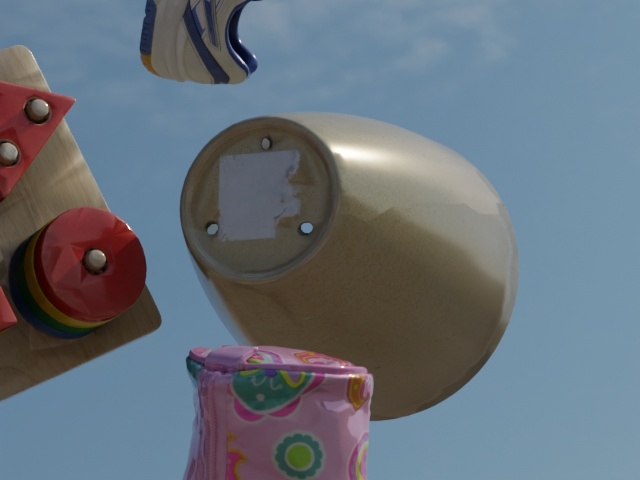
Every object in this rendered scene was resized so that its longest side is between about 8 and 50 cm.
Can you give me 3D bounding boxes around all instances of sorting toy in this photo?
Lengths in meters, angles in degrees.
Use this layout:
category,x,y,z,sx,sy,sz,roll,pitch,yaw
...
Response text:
category,x,y,z,sx,sy,sz,roll,pitch,yaw
sorting toy,-0.260,-0.013,1.222,0.255,0.257,0.089,-24,-4,-38

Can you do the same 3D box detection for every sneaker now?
category,x,y,z,sx,sy,sz,roll,pitch,yaw
sneaker,-0.102,-0.306,1.708,0.131,0.112,0.296,12,-67,8

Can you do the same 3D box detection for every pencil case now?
category,x,y,z,sx,sy,sz,roll,pitch,yaw
pencil case,-0.039,0.205,0.984,0.124,0.284,0.124,7,-3,0

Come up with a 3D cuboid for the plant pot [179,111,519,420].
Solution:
category,x,y,z,sx,sy,sz,roll,pitch,yaw
plant pot,0.000,0.000,1.303,0.256,0.256,0.274,-19,-19,16
